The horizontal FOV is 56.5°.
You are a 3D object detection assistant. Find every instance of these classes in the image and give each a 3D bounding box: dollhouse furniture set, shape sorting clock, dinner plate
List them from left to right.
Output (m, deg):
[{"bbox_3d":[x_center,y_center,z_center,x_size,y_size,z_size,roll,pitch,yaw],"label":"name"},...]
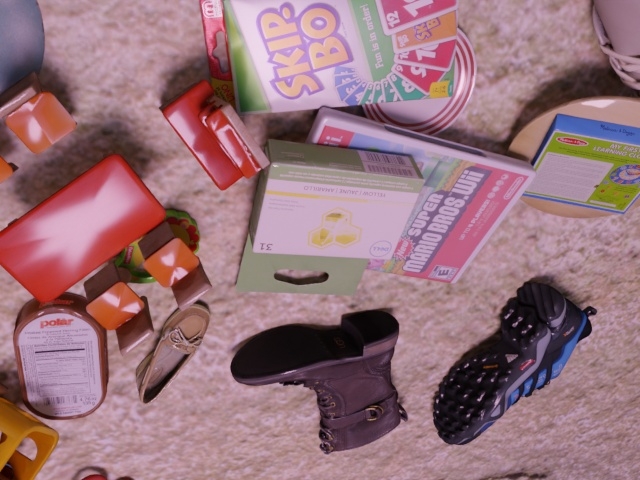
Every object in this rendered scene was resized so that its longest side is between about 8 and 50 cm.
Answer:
[{"bbox_3d":[-0.189,-0.043,0.576,0.259,0.135,0.262,-38,120,-5],"label":"dollhouse furniture set"},{"bbox_3d":[0.110,-0.181,0.679,0.141,0.017,0.141,-8,124,-12],"label":"dinner plate"},{"bbox_3d":[0.336,-0.098,0.738,0.206,0.040,0.206,10,148,6],"label":"shape sorting clock"}]

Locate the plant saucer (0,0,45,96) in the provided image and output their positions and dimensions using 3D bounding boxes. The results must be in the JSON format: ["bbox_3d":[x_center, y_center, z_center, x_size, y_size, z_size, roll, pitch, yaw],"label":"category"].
[{"bbox_3d":[-0.350,-0.186,0.524,0.194,0.037,0.195,-11,126,-15],"label":"plant saucer"}]

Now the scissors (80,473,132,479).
[{"bbox_3d":[-0.382,0.467,0.849,0.297,0.021,0.109,-54,135,-18],"label":"scissors"}]

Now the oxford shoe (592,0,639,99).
[{"bbox_3d":[0.390,-0.213,0.657,0.449,0.169,0.130,25,114,-33],"label":"oxford shoe"}]

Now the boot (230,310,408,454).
[{"bbox_3d":[0.010,0.228,0.861,0.262,0.091,0.229,-10,123,-13],"label":"boot"}]

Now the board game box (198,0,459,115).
[{"bbox_3d":[0.012,-0.201,0.616,0.259,0.039,0.124,-5,121,-2],"label":"board game box"}]

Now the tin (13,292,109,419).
[{"bbox_3d":[-0.323,0.152,0.752,0.106,0.040,0.190,-3,122,-19],"label":"tin"}]

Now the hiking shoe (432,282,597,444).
[{"bbox_3d":[0.301,0.213,0.921,0.132,0.113,0.304,25,111,-27],"label":"hiking shoe"}]

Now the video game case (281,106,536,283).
[{"bbox_3d":[0.095,-0.040,0.734,0.285,0.025,0.204,10,130,-21],"label":"video game case"}]

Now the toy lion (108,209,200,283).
[{"bbox_3d":[-0.193,0.009,0.705,0.096,0.034,0.100,8,119,-29],"label":"toy lion"}]

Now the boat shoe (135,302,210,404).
[{"bbox_3d":[-0.192,0.148,0.778,0.056,0.048,0.153,32,108,-30],"label":"boat shoe"}]

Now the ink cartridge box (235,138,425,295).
[{"bbox_3d":[0.000,0.000,0.696,0.171,0.056,0.235,4,130,-17],"label":"ink cartridge box"}]

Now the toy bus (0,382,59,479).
[{"bbox_3d":[-0.419,0.220,0.716,0.202,0.191,0.104,43,66,-28],"label":"toy bus"}]
